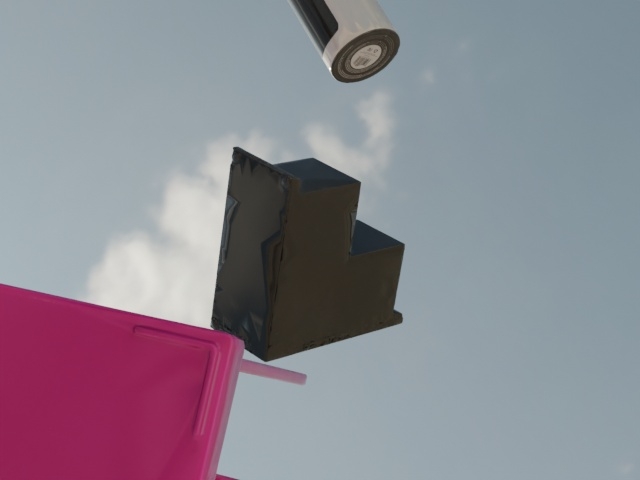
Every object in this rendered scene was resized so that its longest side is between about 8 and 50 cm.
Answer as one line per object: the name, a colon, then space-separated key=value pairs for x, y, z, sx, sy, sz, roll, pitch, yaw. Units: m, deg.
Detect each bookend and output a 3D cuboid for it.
bookend: x=0.000 y=0.000 z=1.218 sx=0.156 sy=0.072 sz=0.157 roll=-13 pitch=-59 yaw=-41

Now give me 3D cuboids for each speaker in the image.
speaker: x=0.003 y=-0.178 z=1.062 sx=0.055 sy=0.136 sz=0.055 roll=-22 pitch=-27 yaw=-12

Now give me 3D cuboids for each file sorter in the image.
file sorter: x=-0.138 y=0.176 z=0.743 sx=0.182 sy=0.202 sz=0.291 roll=29 pitch=-107 yaw=-72
